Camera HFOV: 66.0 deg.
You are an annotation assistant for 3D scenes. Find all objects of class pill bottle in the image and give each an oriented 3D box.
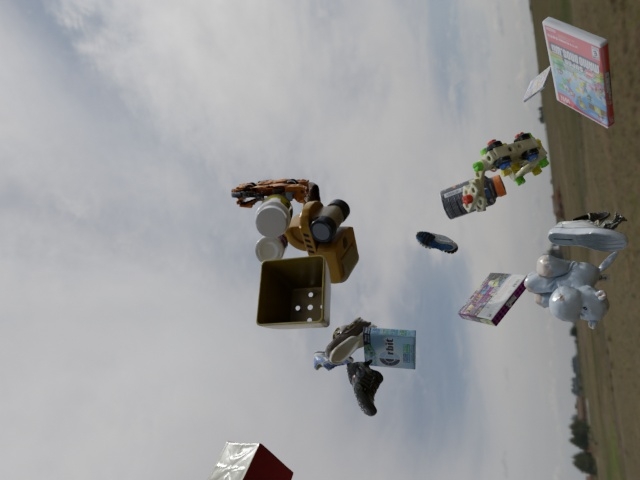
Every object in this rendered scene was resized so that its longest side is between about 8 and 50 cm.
[{"bbox_3d":[-0.178,0.018,1.838,0.193,0.108,0.108,-79,-23,-77],"label":"pill bottle"},{"bbox_3d":[0.621,-0.183,1.999,0.130,0.245,0.131,44,-145,-43],"label":"pill bottle"},{"bbox_3d":[-0.154,-0.080,1.635,0.208,0.119,0.119,-89,-14,-75],"label":"pill bottle"}]

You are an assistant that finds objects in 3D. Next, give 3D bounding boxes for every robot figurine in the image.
[{"bbox_3d":[-0.189,-0.178,1.838,0.211,0.290,0.085,-72,-23,-72],"label":"robot figurine"}]

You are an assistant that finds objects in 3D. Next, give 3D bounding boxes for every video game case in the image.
[{"bbox_3d":[0.744,-0.534,1.688,0.122,0.011,0.087,136,160,-79],"label":"video game case"},{"bbox_3d":[0.669,0.222,1.906,0.232,0.210,0.042,-46,-76,-15],"label":"video game case"},{"bbox_3d":[0.698,-0.450,1.328,0.285,0.025,0.204,48,-173,-44],"label":"video game case"}]

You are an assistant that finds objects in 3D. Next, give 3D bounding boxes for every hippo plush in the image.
[{"bbox_3d":[0.861,0.198,1.661,0.237,0.294,0.234,-81,-12,-53],"label":"hippo plush"}]

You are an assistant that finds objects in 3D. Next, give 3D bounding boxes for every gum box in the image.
[{"bbox_3d":[0.247,0.385,1.760,0.041,0.184,0.157,-70,-22,-56],"label":"gum box"}]

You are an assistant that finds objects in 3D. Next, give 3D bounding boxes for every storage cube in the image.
[{"bbox_3d":[-0.241,0.810,1.647,0.193,0.183,0.215,52,-135,-24],"label":"storage cube"}]

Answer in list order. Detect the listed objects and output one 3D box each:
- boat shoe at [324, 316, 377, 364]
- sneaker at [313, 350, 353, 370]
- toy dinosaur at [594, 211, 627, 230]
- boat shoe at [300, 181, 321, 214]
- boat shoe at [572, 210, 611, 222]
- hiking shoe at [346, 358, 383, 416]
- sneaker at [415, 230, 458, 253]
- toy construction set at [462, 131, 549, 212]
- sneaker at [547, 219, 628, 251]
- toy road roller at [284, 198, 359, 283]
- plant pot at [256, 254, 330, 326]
[{"bbox_3d":[0.104,0.378,1.903,0.324,0.096,0.117,-18,-46,-54],"label":"boat shoe"},{"bbox_3d":[0.060,0.566,2.290,0.080,0.211,0.081,47,-134,-41],"label":"sneaker"},{"bbox_3d":[1.095,-0.052,1.873,0.064,0.118,0.268,48,-152,12],"label":"toy dinosaur"},{"bbox_3d":[-0.036,-0.138,2.260,0.095,0.095,0.258,-15,-77,-37],"label":"boat shoe"},{"bbox_3d":[1.173,-0.095,2.137,0.049,0.152,0.056,53,-153,-28],"label":"boat shoe"},{"bbox_3d":[0.164,0.486,1.665,0.227,0.114,0.086,-114,8,-55],"label":"hiking shoe"},{"bbox_3d":[0.501,0.000,2.146,0.083,0.190,0.071,-77,8,-65],"label":"sneaker"},{"bbox_3d":[0.565,-0.225,1.526,0.151,0.327,0.215,54,159,13],"label":"toy construction set"},{"bbox_3d":[0.920,-0.029,1.692,0.091,0.258,0.094,-50,-55,-22],"label":"sneaker"},{"bbox_3d":[0.000,0.000,1.978,0.202,0.240,0.330,-51,-48,-50],"label":"toy road roller"},{"bbox_3d":[-0.063,0.187,1.568,0.187,0.212,0.212,54,-146,-59],"label":"plant pot"}]
